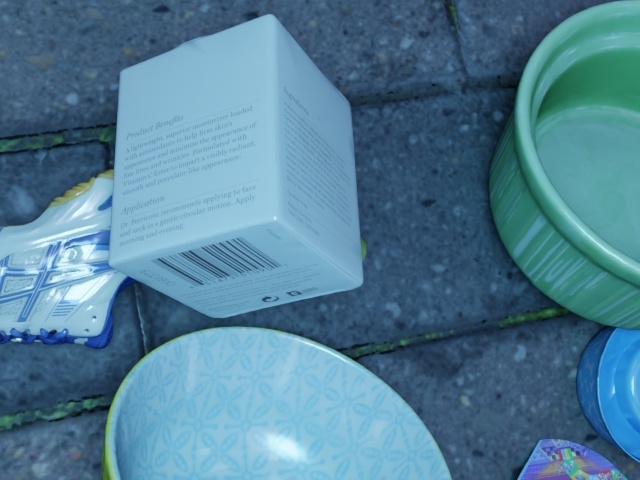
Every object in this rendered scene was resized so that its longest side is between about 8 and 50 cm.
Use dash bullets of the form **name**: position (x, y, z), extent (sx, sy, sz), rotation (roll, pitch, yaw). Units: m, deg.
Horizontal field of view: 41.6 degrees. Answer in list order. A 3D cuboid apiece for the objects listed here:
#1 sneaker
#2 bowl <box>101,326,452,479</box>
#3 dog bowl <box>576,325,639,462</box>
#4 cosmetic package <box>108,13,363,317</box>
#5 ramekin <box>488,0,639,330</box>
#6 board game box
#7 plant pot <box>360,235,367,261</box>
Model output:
- **sneaker**: position (-0.241, 0.049, 0.715), extent (0.297, 0.112, 0.131), rotation (-30, 91, -14)
- **bowl**: position (-0.049, 0.225, 0.699), extent (0.290, 0.289, 0.156), rotation (17, 123, -11)
- **dog bowl**: position (0.399, 0.169, 0.869), extent (0.297, 0.074, 0.165), rotation (20, 79, -11)
- **cosmetic package**: position (-0.066, -0.053, 0.696), extent (0.151, 0.151, 0.183), rotation (-13, 63, 23)
- **ramekin**: position (0.309, -0.062, 0.800), extent (0.304, 0.148, 0.303), rotation (3, 65, -7)
- **board game box**: position (0.249, 0.264, 0.802), extent (0.133, 0.033, 0.168), rotation (36, 54, 11)
- **plant pot**: position (0.000, 0.000, 0.799), extent (0.079, 0.083, 0.083), rotation (37, 77, -18)
